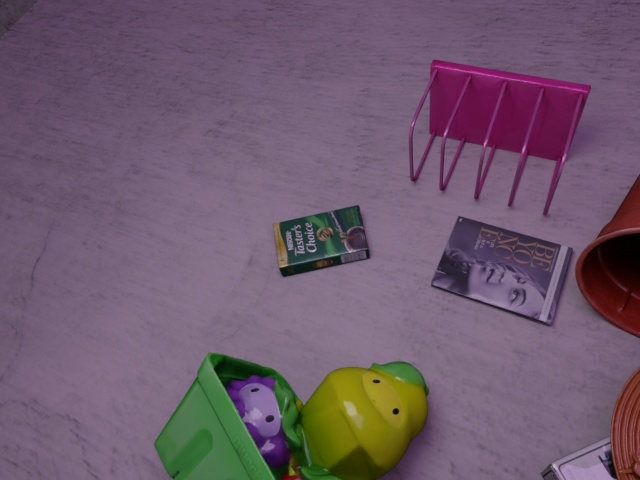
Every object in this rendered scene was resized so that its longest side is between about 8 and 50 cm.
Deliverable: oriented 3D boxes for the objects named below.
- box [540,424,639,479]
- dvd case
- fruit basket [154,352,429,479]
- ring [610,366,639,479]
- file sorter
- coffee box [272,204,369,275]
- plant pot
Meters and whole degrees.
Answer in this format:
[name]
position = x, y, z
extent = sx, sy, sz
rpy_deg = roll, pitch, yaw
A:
[box]
position = 0.493, 0.348, 0.779
extent = 0.290, 0.087, 0.169
rpy_deg = -23, 58, -4
[dvd case]
position = 0.340, 0.051, 1.027
extent = 0.221, 0.018, 0.164
rpy_deg = 19, 64, 20
[fruit basket]
position = -0.003, 0.309, 0.810
extent = 0.392, 0.283, 0.392
rpy_deg = -9, 68, 22
[ring]
position = 0.569, 0.292, 0.719
extent = 0.337, 0.032, 0.336
rpy_deg = -5, 61, 10
[file sorter]
position = 0.332, -0.192, 1.067
extent = 0.291, 0.202, 0.182
rpy_deg = 17, 65, 19
[coffee box]
position = 0.000, 0.000, 1.105
extent = 0.184, 0.040, 0.113
rpy_deg = -11, 58, 3
[plant pot]
position = 0.600, -0.009, 0.887
extent = 0.272, 0.272, 0.265
rpy_deg = 26, 59, 23
